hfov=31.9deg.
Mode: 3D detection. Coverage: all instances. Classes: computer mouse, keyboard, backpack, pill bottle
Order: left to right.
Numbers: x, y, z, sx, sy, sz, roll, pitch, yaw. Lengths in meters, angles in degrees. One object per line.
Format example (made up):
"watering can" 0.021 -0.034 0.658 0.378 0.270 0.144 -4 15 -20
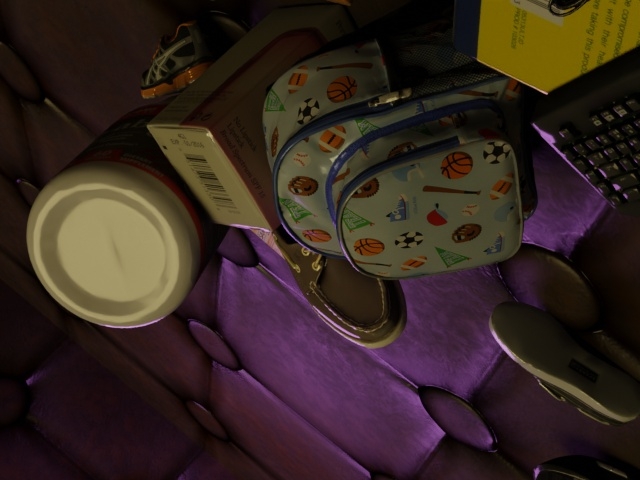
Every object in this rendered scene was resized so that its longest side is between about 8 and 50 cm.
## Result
"pill bottle" -0.213 -0.057 1.439 0.210 0.363 0.210 4 114 8
"backpack" 0.077 -0.082 1.114 0.263 0.213 0.276 -9 136 8
"computer mouse" 0.435 0.383 1.584 0.262 0.060 0.184 14 139 27
"keyboard" 0.234 -0.110 0.684 0.201 0.033 0.317 48 153 -9

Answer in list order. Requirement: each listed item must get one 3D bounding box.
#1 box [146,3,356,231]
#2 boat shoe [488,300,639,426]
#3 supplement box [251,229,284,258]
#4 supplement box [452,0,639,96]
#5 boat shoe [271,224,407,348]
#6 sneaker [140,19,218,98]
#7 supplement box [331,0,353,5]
"box" -0.052 -0.141 1.269 0.127 0.232 0.148 9 139 50
"boat shoe" 0.300 0.162 1.410 0.219 0.078 0.070 37 153 9
"supplement box" -0.064 -0.015 1.712 0.098 0.036 0.062 41 154 6
"supplement box" 0.291 -0.180 0.756 0.356 0.194 0.195 31 152 24
"boat shoe" 0.000 0.000 1.446 0.324 0.116 0.097 58 -177 33
"sneaker" -0.191 -0.242 1.515 0.215 0.084 0.083 -3 104 60
"supplement box" -0.034 -0.310 1.056 0.080 0.078 0.233 22 177 30
